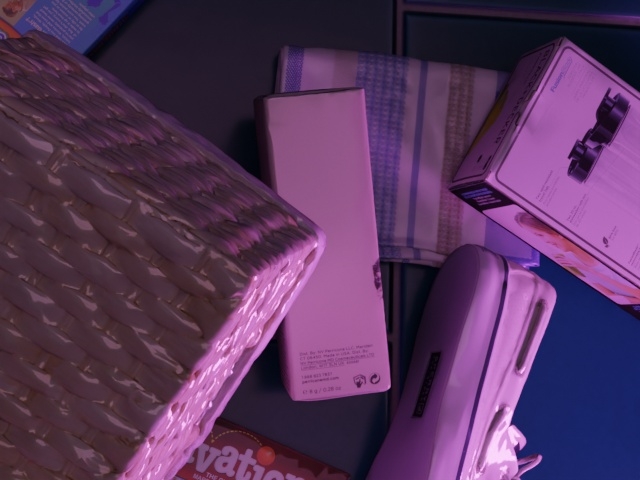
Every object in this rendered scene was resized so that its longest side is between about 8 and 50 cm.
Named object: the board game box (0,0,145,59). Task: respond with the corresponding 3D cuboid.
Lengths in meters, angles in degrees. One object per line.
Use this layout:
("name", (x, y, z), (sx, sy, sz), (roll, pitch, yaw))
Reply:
("board game box", (-0.265, -0.240, 1.240), (0.160, 0.047, 0.210), (43, 79, -5))

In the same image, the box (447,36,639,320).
("box", (0.290, -0.047, 1.285), (0.290, 0.087, 0.169), (32, 77, -15))

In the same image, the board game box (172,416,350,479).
("board game box", (-0.126, 0.231, 1.239), (0.281, 0.027, 0.145), (24, 80, -8))

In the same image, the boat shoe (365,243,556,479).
("boat shoe", (0.147, 0.199, 1.251), (0.156, 0.136, 0.367), (22, 77, -19))

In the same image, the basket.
("basket", (-0.221, 0.050, 1.051), (0.331, 0.266, 0.328), (35, 102, 2))

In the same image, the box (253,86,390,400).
("box", (0.000, 0.000, 1.204), (0.094, 0.113, 0.275), (-6, 98, -8))

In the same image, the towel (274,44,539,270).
("towel", (0.085, -0.078, 1.300), (0.285, 0.034, 0.209), (5, 85, -11))
